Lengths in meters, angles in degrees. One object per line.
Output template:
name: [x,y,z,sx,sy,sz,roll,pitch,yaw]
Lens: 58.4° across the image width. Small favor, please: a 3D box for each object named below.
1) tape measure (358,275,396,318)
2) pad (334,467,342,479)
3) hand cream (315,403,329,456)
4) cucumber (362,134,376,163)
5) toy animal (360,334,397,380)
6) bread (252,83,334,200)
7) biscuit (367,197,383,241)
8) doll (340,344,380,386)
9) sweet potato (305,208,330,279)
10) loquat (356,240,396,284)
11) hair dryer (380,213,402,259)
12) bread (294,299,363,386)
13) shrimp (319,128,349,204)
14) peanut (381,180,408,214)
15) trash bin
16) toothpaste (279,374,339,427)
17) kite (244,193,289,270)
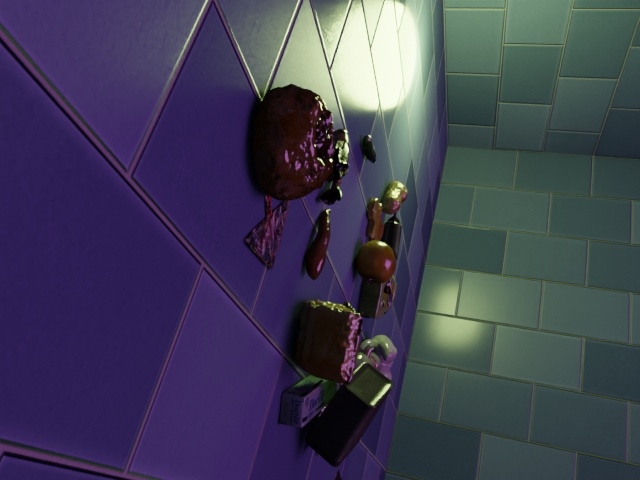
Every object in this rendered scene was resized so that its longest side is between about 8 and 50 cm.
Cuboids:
tape measure: [0.212,0.189,2.126,0.175,0.106,0.200,13,82,-59]
pad: [0.045,0.935,2.067,0.127,0.004,0.190,78,26,-47]
hand cream: [0.014,0.539,1.731,0.257,0.050,0.084,-72,163,-52]
cucumber: [0.157,-0.290,1.861,0.155,0.037,0.037,60,41,-60]
toy animal: [0.222,0.474,2.237,0.178,0.127,0.193,-22,120,-68]
bread: [-0.044,-0.190,1.115,0.230,0.123,0.230,6,90,-70]
biscuit: [0.199,-0.065,2.098,0.234,0.030,0.153,73,29,-52]
doll: [0.138,0.440,1.970,0.275,0.113,0.154,-5,105,-73]
sweet potato: [0.000,0.000,1.467,0.050,0.050,0.214,69,30,-57]
loquat: [0.189,0.076,1.950,0.163,0.137,0.163,-165,-90,-90]
hair dryer: [0.295,0.007,2.400,0.248,0.078,0.195,77,25,-70]
bread: [0.017,0.255,1.447,0.262,0.163,0.204,154,-56,-83]
shrimp: [0.032,-0.172,1.461,0.289,0.075,0.178,-85,177,-58]
peanut: [0.289,-0.172,2.258,0.214,0.099,0.099,-49,143,-51]
trash bin: [0.081,0.473,1.573,0.164,0.122,0.240,-28,149,-56]
toothpaste: [-0.019,0.414,1.543,0.336,0.067,0.081,2,93,-73]
kite: [-0.103,-0.025,1.183,0.232,0.009,0.189,-51,143,-60]
